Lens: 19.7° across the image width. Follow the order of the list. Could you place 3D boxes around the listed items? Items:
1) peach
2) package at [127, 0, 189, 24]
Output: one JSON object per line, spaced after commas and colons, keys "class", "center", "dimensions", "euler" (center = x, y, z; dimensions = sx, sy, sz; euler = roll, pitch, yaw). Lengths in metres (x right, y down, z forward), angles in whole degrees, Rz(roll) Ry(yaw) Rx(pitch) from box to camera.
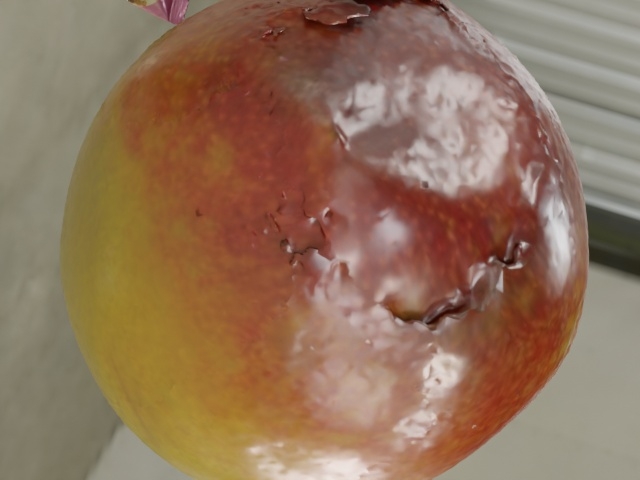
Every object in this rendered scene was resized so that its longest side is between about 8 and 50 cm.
{"class": "peach", "center": [0.000, 0.000, 0.792], "dimensions": [0.231, 0.231, 0.231], "euler": [17, 90, -81]}
{"class": "package", "center": [-0.105, -0.154, 0.989], "dimensions": [0.029, 0.083, 0.059], "euler": [15, 93, -82]}
